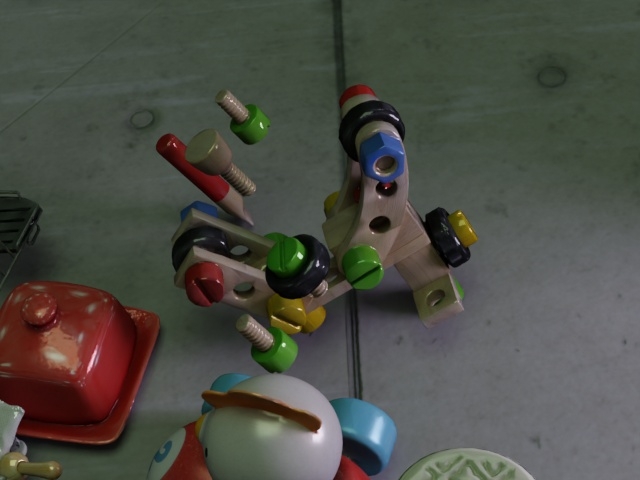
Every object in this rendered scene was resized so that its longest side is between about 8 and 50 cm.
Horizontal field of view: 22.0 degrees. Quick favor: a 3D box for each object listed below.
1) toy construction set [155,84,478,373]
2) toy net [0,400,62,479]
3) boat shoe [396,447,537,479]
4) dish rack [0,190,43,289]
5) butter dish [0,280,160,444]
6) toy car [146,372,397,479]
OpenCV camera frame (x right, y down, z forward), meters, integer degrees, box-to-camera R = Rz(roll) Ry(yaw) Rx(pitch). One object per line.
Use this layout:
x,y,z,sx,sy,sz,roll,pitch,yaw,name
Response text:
0.000,0.000,1.557,0.257,0.237,0.309,-51,38,-5,toy construction set
-0.263,0.239,1.466,0.122,0.045,0.232,-47,55,10,toy net
0.091,0.407,1.213,0.187,0.156,0.500,5,67,6,boat shoe
-0.394,0.045,1.592,0.208,0.074,0.271,-2,47,31,dish rack
-0.250,0.094,1.536,0.160,0.118,0.160,6,51,13,butter dish
-0.057,0.178,1.361,0.210,0.238,0.219,11,53,17,toy car
